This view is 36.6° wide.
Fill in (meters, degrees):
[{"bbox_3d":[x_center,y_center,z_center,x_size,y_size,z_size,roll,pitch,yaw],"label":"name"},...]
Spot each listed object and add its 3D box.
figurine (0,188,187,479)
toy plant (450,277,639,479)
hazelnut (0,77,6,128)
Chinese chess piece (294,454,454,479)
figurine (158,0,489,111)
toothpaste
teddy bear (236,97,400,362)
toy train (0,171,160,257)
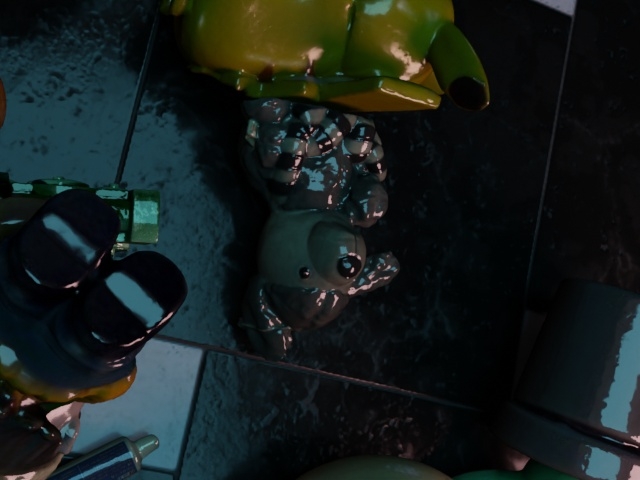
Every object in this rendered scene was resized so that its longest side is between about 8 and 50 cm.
[{"bbox_3d":[-0.244,0.096,0.733,0.185,0.332,0.204,46,61,-7],"label":"figurine"},{"bbox_3d":[0.266,0.252,1.016,0.279,0.185,0.401,23,86,-29],"label":"toy plant"},{"bbox_3d":[-0.341,-0.122,0.808,0.150,0.150,0.150,2,85,-23],"label":"hazelnut"},{"bbox_3d":[0.052,0.339,0.915,0.273,0.102,0.274,0,91,-2],"label":"Chinese chess piece"},{"bbox_3d":[0.012,-0.207,0.937,0.326,0.218,0.169,2,106,-14],"label":"figurine"},{"bbox_3d":[-0.237,0.227,0.881,0.197,0.035,0.057,-25,91,-20],"label":"toothpaste"},{"bbox_3d":[0.009,-0.015,0.950,0.171,0.144,0.251,-8,91,-32],"label":"teddy bear"},{"bbox_3d":[-0.234,-0.023,0.867,0.178,0.104,0.071,4,88,-22],"label":"toy train"}]
